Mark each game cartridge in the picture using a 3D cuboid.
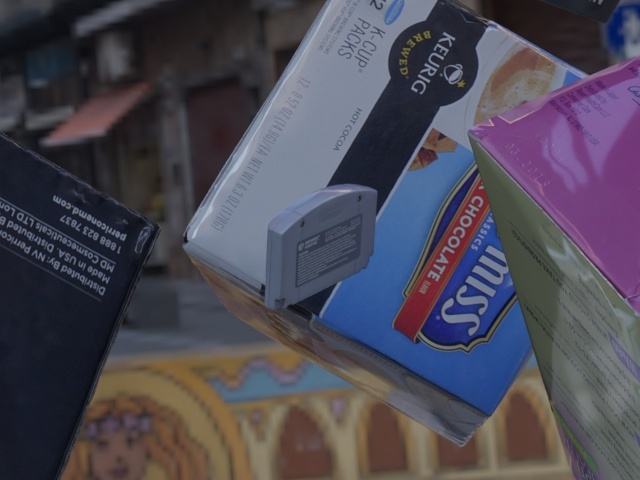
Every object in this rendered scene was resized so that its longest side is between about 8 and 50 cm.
[{"bbox_3d":[0.000,0.000,1.032,0.017,0.056,0.083,25,32,32],"label":"game cartridge"}]

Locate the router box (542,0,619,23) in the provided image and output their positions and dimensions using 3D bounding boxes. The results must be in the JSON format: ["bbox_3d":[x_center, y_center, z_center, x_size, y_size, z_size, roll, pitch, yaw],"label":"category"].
[{"bbox_3d":[0.145,-0.225,1.447,0.133,0.046,0.179,36,15,26],"label":"router box"}]

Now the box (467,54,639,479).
[{"bbox_3d":[0.190,0.063,0.943,0.117,0.243,0.213,-23,29,-6],"label":"box"}]

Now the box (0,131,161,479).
[{"bbox_3d":[-0.275,0.095,1.007,0.183,0.294,0.296,31,-24,-31],"label":"box"}]

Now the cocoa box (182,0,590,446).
[{"bbox_3d":[0.070,-0.011,1.341,0.228,0.231,0.347,30,-7,6],"label":"cocoa box"}]
